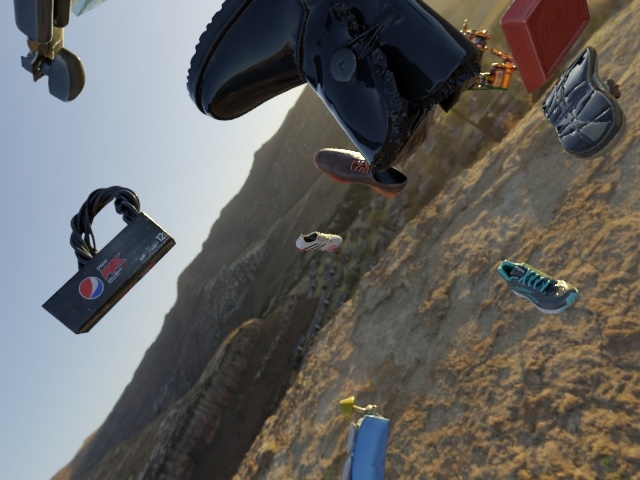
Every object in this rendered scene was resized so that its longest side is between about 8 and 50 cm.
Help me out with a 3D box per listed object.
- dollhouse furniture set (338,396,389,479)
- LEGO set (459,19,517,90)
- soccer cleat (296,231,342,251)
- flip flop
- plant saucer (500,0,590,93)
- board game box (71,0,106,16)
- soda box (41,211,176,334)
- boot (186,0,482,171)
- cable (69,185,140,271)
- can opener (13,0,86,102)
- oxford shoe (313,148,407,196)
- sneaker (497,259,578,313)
[{"bbox_3d":[0.014,0.476,0.846,0.286,0.199,0.302,86,-165,-69],"label":"dollhouse furniture set"},{"bbox_3d":[0.410,-0.563,1.213,0.255,0.332,0.191,-110,27,-72],"label":"LEGO set"},{"bbox_3d":[0.000,0.000,0.693,0.035,0.084,0.029,110,149,-49],"label":"soccer cleat"},{"bbox_3d":[0.436,-0.217,0.661,0.112,0.080,0.276,117,172,-45],"label":"flip flop"},{"bbox_3d":[0.580,-0.550,1.028,0.259,0.258,0.048,-54,42,0],"label":"plant saucer"},{"bbox_3d":[-0.331,-0.521,0.674,0.145,0.142,0.275,-6,41,46],"label":"board game box"},{"bbox_3d":[-0.277,0.042,0.552,0.169,0.060,0.053,-49,4,-17],"label":"soda box"},{"bbox_3d":[-0.005,-0.142,0.385,0.246,0.207,0.094,-40,-7,37],"label":"boot"},{"bbox_3d":[-0.359,-0.022,0.687,0.151,0.047,0.184,-30,61,22],"label":"cable"},{"bbox_3d":[-0.364,-0.301,0.566,0.280,0.093,0.074,-29,35,57],"label":"can opener"},{"bbox_3d":[0.115,-0.205,1.145,0.098,0.272,0.096,129,156,-81],"label":"oxford shoe"},{"bbox_3d":[0.375,0.077,0.731,0.065,0.076,0.166,-52,11,-1],"label":"sneaker"}]
